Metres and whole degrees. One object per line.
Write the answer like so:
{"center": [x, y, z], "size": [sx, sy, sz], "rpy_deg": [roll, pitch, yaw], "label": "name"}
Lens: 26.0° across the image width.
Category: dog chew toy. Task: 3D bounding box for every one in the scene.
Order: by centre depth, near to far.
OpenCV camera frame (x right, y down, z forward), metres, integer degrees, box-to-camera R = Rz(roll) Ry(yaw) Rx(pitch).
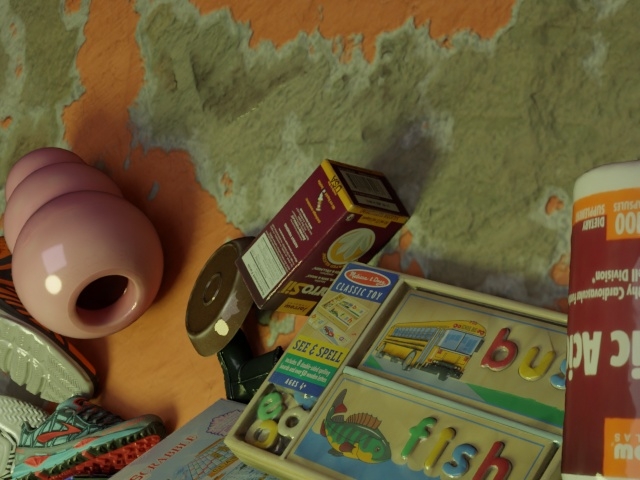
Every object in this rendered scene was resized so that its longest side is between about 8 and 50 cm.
{"center": [-0.350, -0.014, 1.947], "size": [0.206, 0.207, 0.332], "rpy_deg": [-57, 41, 19], "label": "dog chew toy"}

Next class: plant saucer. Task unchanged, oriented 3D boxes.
{"center": [-0.129, 0.067, 1.782], "size": [0.168, 0.029, 0.168], "rpy_deg": [-47, 29, 36], "label": "plant saucer"}

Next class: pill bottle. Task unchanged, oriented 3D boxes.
{"center": [0.330, 0.136, 1.240], "size": [0.224, 0.224, 0.392], "rpy_deg": [-5, 78, 43], "label": "pill bottle"}

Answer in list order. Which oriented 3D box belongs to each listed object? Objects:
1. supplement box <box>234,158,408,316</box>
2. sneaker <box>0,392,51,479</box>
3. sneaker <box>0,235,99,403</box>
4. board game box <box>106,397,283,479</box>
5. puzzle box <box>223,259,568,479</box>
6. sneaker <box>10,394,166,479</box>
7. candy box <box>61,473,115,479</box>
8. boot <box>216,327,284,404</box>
{"center": [0.000, 0.000, 1.665], "size": [0.188, 0.104, 0.081], "rpy_deg": [-48, 53, 27], "label": "supplement box"}
{"center": [-0.550, 0.320, 2.113], "size": [0.366, 0.210, 0.137], "rpy_deg": [-8, 74, 7], "label": "sneaker"}
{"center": [-0.424, 0.096, 2.041], "size": [0.321, 0.180, 0.124], "rpy_deg": [37, 133, 7], "label": "sneaker"}
{"center": [-0.109, 0.308, 1.575], "size": [0.318, 0.319, 0.066], "rpy_deg": [7, 120, 44], "label": "board game box"}
{"center": [0.113, 0.170, 1.471], "size": [0.409, 0.052, 0.272], "rpy_deg": [13, 59, 44], "label": "puzzle box"}
{"center": [-0.329, 0.265, 1.917], "size": [0.262, 0.104, 0.125], "rpy_deg": [-19, 59, 26], "label": "sneaker"}
{"center": [-0.350, 0.506, 1.889], "size": [0.268, 0.122, 0.317], "rpy_deg": [-29, 64, 38], "label": "candy box"}
{"center": [-0.082, 0.154, 1.755], "size": [0.099, 0.045, 0.121], "rpy_deg": [-19, 76, 42], "label": "boot"}
